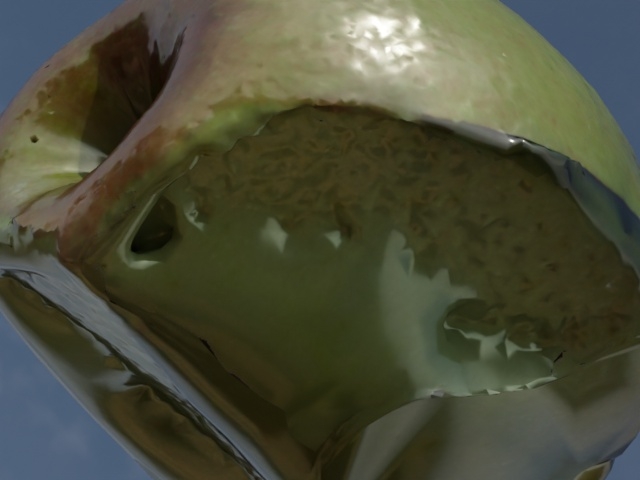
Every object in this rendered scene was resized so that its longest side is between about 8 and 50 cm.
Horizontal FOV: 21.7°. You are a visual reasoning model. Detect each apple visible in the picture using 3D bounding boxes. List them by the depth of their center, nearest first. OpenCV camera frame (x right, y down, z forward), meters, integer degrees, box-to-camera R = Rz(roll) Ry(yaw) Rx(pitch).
[{"bbox_3d":[0.000,0.000,0.505,0.207,0.173,0.188,-6,-47,39],"label":"apple"}]
